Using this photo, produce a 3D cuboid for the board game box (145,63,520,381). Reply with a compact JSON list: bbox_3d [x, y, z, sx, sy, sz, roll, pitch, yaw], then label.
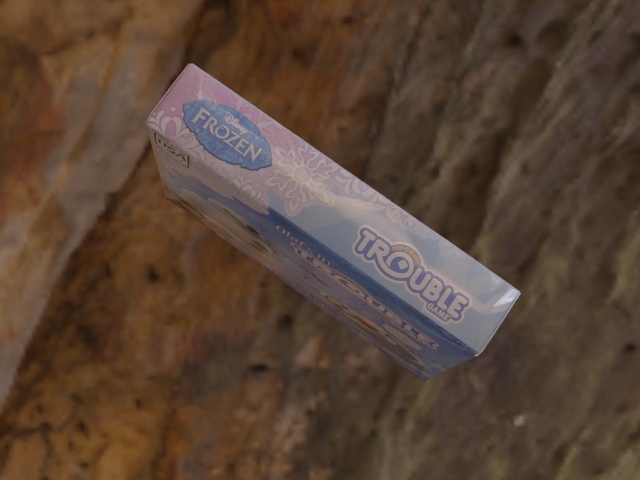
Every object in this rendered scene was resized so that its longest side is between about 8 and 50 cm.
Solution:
[{"bbox_3d":[0.000,0.000,0.349,0.020,0.090,0.090,-54,177,-10],"label":"board game box"}]
